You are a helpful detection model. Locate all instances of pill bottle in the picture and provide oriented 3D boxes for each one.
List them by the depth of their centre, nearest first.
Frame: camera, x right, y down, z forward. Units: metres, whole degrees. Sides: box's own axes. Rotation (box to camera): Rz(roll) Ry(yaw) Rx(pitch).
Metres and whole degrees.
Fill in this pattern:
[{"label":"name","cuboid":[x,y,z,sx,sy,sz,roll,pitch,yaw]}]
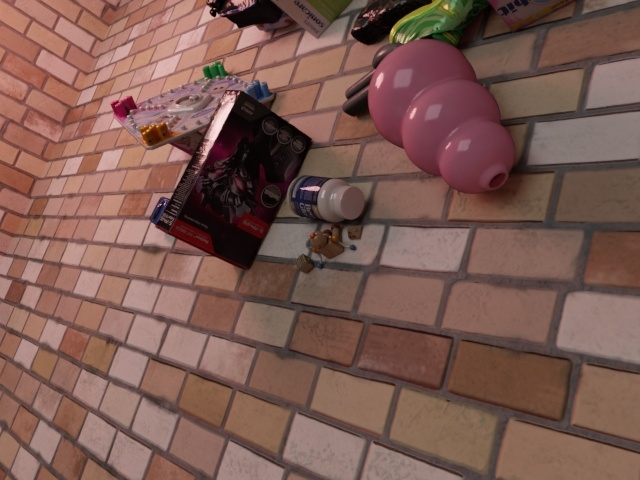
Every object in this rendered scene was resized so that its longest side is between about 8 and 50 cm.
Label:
[{"label":"pill bottle","cuboid":[0.012,-0.089,1.283,0.169,0.094,0.094,13,77,49]}]

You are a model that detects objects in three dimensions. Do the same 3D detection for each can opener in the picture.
[{"label":"can opener","cuboid":[0.122,-0.354,1.282,0.280,0.093,0.074,-27,46,62]}]

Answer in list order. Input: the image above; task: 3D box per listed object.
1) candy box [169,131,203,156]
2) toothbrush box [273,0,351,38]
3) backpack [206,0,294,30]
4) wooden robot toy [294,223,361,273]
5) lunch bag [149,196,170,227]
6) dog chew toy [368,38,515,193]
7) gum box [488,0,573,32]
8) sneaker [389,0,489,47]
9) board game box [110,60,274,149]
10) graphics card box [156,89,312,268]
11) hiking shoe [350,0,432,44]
[{"label":"candy box","cuboid":[-0.435,-0.330,1.844,0.071,0.159,0.233,-58,39,5]},{"label":"toothbrush box","cuboid":[0.003,-0.720,1.577,0.283,0.206,0.122,-43,43,21]},{"label":"backpack","cuboid":[-0.168,-0.772,1.786,0.276,0.213,0.263,13,88,43]},{"label":"wooden robot toy","cuboid":[0.000,0.000,1.255,0.173,0.079,0.076,-30,48,31]},{"label":"lunch bag","cuboid":[-0.474,-0.080,1.810,0.067,0.065,0.098,23,85,50]},{"label":"dog chew toy","cuboid":[0.223,-0.212,1.065,0.206,0.206,0.332,-45,50,18]},{"label":"gum box","cuboid":[0.409,-0.475,1.084,0.188,0.107,0.062,-20,54,38]},{"label":"sneaker","cuboid":[0.276,-0.455,1.230,0.295,0.109,0.123,-32,57,38]},{"label":"board game box","cuboid":[-0.388,-0.412,1.753,0.390,0.050,0.390,-28,36,-19]},{"label":"graphics card box","cuboid":[-0.201,-0.142,1.430,0.094,0.233,0.371,19,81,54]},{"label":"hiking shoe","cuboid":[0.164,-0.551,1.402,0.227,0.086,0.114,-7,66,45]}]
